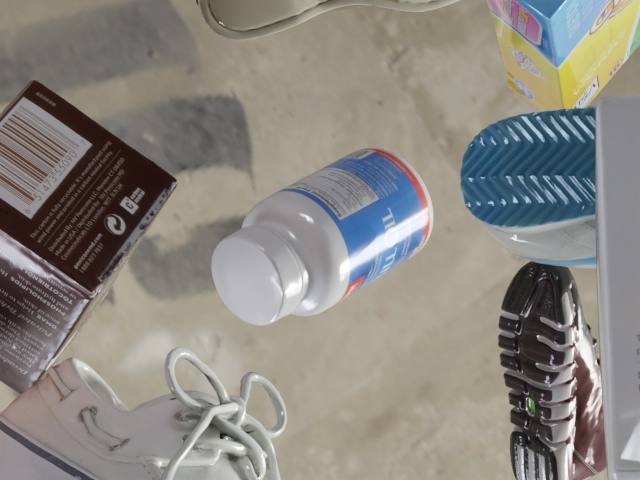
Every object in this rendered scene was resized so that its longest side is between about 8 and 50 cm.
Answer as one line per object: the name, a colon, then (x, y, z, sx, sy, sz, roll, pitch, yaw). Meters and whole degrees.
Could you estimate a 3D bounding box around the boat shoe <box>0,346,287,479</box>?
boat shoe: (-0.085, 0.136, 1.015, 0.156, 0.367, 0.136, -50, 116, -14)

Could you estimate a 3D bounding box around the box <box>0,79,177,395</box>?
box: (-0.266, 0.000, 1.559, 0.167, 0.168, 0.203, 35, 139, -3)

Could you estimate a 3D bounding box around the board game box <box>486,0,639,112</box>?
board game box: (0.222, -0.222, 1.212, 0.064, 0.316, 0.242, 40, 90, 14)

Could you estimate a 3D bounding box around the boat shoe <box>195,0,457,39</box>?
boat shoe: (0.032, -0.280, 1.684, 0.324, 0.097, 0.117, -15, 117, -6)

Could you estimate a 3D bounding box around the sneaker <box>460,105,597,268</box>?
sneaker: (0.196, -0.028, 0.914, 0.228, 0.087, 0.092, 3, 164, 17)

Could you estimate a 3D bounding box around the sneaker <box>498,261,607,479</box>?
sneaker: (0.289, 0.139, 1.887, 0.162, 0.106, 0.281, -15, 114, -32)

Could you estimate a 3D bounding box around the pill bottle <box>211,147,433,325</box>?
pill bottle: (0.000, 0.000, 1.651, 0.221, 0.124, 0.124, -30, 129, -43)

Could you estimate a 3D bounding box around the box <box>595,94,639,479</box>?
box: (0.208, 0.038, 0.712, 0.181, 0.182, 0.119, -3, 149, 10)

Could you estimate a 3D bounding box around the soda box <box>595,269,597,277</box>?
soda box: (0.320, 0.026, 1.593, 0.098, 0.286, 0.091, -28, 142, 32)
